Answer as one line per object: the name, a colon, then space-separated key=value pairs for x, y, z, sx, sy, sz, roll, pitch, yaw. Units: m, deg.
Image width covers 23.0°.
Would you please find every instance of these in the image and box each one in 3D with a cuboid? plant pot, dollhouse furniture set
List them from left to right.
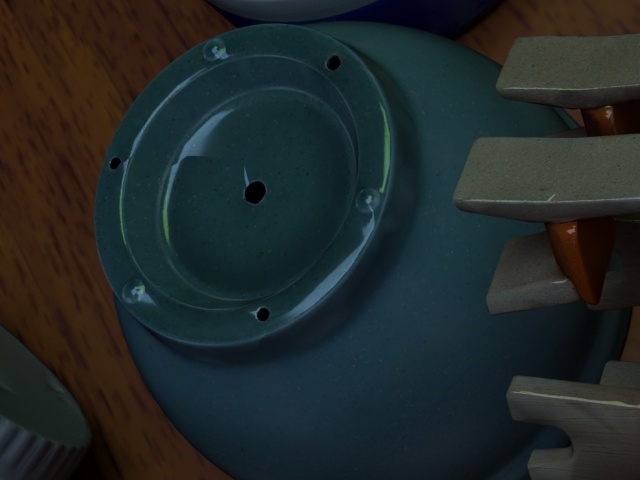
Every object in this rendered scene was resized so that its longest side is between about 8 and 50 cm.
plant pot: x=0.000 y=0.000 z=0.858 sx=0.293 sy=0.196 sz=0.293 roll=-10 pitch=67 yaw=26
dollhouse furniture set: x=0.184 y=0.011 z=0.736 sx=0.135 sy=0.262 sz=0.259 roll=-2 pitch=39 yaw=26

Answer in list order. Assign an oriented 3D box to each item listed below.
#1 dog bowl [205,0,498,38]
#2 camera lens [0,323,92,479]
dog bowl: x=0.019 y=-0.246 z=0.993 sx=0.265 sy=0.104 sz=0.264 roll=-11 pitch=65 yaw=24
camera lens: x=-0.299 y=0.163 z=0.942 sx=0.274 sy=0.219 sz=0.219 roll=-50 pitch=57 yaw=3
